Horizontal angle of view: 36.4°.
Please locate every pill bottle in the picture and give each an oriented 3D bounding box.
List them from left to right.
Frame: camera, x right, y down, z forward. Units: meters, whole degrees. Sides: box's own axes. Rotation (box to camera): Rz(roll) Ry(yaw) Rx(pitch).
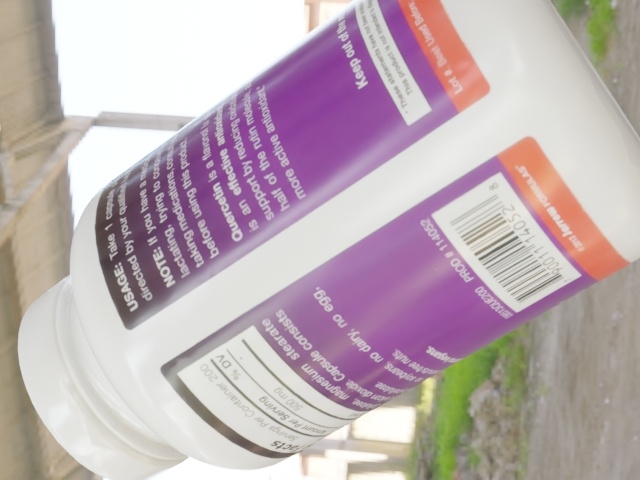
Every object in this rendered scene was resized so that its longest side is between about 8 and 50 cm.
[{"bbox_3d":[0.000,0.000,0.511,0.181,0.323,0.181,48,-159,-25],"label":"pill bottle"}]
